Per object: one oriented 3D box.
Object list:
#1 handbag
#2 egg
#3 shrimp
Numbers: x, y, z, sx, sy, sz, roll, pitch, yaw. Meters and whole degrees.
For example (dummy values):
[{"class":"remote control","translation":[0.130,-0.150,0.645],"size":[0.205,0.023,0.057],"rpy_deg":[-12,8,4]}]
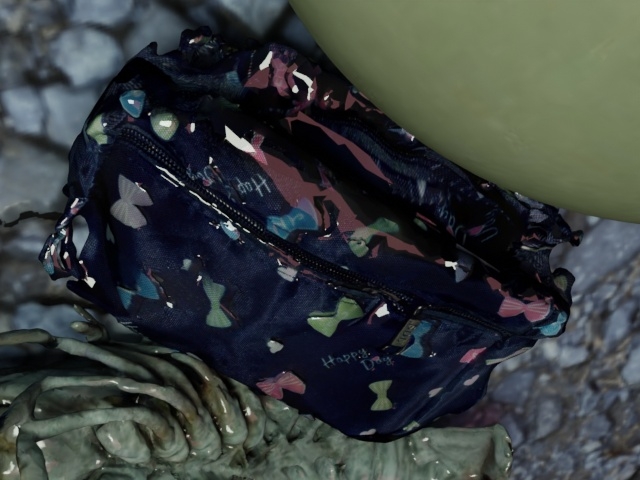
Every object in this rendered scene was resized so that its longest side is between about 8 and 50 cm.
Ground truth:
[{"class":"handbag","translation":[0.000,0.000,0.559],"size":[0.260,0.113,0.162],"rpy_deg":[28,134,-19]},{"class":"egg","translation":[0.119,-0.151,0.447],"size":[0.336,0.278,0.278],"rpy_deg":[15,114,-33]},{"class":"shrimp","translation":[-0.074,0.128,0.634],"size":[0.410,0.166,0.221],"rpy_deg":[14,81,-40]}]
